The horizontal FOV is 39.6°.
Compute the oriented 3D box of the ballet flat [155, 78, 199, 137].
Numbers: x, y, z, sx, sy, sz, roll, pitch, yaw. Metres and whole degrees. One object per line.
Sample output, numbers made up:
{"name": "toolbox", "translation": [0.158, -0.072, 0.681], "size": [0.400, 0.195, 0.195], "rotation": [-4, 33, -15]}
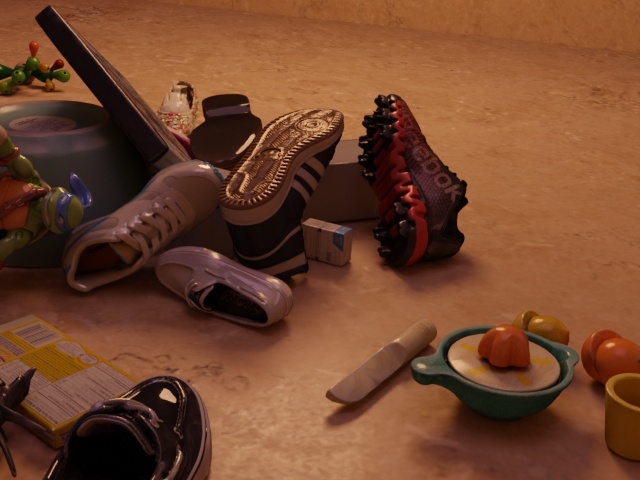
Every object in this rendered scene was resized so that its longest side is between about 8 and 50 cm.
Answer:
{"name": "ballet flat", "translation": [-0.287, -0.263, 1.753], "size": [0.091, 0.077, 0.241], "rotation": [1, 24, -6]}

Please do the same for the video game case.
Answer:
{"name": "video game case", "translation": [-0.265, -0.182, 1.266], "size": [0.275, 0.035, 0.248], "rotation": [50, 1, 15]}

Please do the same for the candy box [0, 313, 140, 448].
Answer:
{"name": "candy box", "translation": [-0.277, 0.133, 0.885], "size": [0.206, 0.027, 0.105], "rotation": [22, 33, 38]}

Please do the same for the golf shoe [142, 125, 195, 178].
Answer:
{"name": "golf shoe", "translation": [-0.347, -0.166, 1.480], "size": [0.307, 0.115, 0.140], "rotation": [7, 20, 7]}

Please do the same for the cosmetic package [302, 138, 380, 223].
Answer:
{"name": "cosmetic package", "translation": [0.028, -0.094, 1.365], "size": [0.238, 0.107, 0.127], "rotation": [-8, 25, -18]}

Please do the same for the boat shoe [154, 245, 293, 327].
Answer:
{"name": "boat shoe", "translation": [-0.125, 0.060, 1.044], "size": [0.184, 0.066, 0.063], "rotation": [22, 27, 18]}

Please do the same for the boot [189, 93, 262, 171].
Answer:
{"name": "boot", "translation": [-0.147, -0.146, 1.437], "size": [0.112, 0.115, 0.305], "rotation": [-4, 23, -2]}

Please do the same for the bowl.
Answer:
{"name": "bowl", "translation": [-0.377, -0.098, 1.249], "size": [0.312, 0.163, 0.311], "rotation": [3, 23, -1]}

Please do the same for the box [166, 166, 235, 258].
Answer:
{"name": "box", "translation": [-0.145, -0.035, 1.203], "size": [0.087, 0.101, 0.101], "rotation": [16, 26, 31]}

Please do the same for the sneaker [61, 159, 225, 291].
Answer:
{"name": "sneaker", "translation": [-0.214, -0.013, 1.090], "size": [0.229, 0.087, 0.092], "rotation": [-33, 28, 7]}

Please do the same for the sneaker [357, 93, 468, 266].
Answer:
{"name": "sneaker", "translation": [0.135, -0.085, 1.254], "size": [0.135, 0.097, 0.276], "rotation": [6, 58, -25]}

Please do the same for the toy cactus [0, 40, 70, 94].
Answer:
{"name": "toy cactus", "translation": [-0.669, -0.381, 1.976], "size": [0.219, 0.112, 0.180], "rotation": [-9, 15, -7]}

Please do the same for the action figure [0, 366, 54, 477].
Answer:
{"name": "action figure", "translation": [-0.368, 0.116, 0.772], "size": [0.276, 0.140, 0.164], "rotation": [12, 39, 21]}

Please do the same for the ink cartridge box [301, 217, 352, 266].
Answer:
{"name": "ink cartridge box", "translation": [0.000, 0.000, 1.203], "size": [0.083, 0.048, 0.028], "rotation": [15, 26, 25]}

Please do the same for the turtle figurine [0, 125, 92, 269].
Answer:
{"name": "turtle figurine", "translation": [-0.429, -0.044, 1.009], "size": [0.267, 0.197, 0.274], "rotation": [5, 30, 23]}

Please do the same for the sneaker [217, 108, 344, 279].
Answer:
{"name": "sneaker", "translation": [-0.041, -0.058, 1.170], "size": [0.099, 0.153, 0.282], "rotation": [7, 36, 24]}

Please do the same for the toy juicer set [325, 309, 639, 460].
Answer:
{"name": "toy juicer set", "translation": [0.189, 0.111, 0.914], "size": [0.329, 0.089, 0.209], "rotation": [8, 24, 12]}

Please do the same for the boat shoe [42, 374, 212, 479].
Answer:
{"name": "boat shoe", "translation": [-0.159, 0.175, 0.705], "size": [0.108, 0.102, 0.301], "rotation": [7, 24, 8]}
